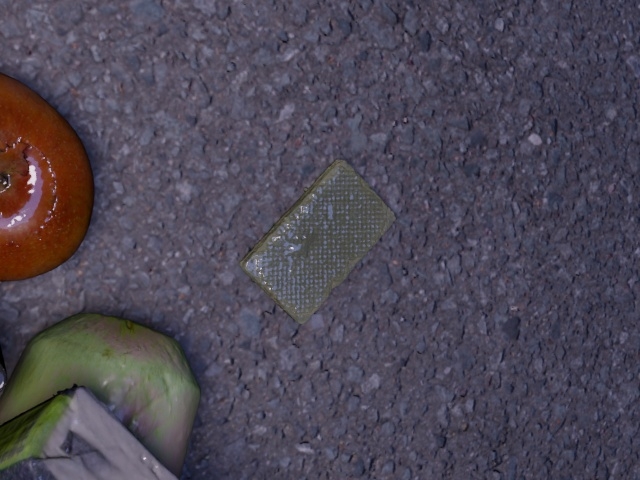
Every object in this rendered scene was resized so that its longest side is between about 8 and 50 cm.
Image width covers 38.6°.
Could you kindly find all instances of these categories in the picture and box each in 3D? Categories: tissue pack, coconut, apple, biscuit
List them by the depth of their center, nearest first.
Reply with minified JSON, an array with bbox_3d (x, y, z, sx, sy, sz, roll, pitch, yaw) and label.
[{"bbox_3d":[-0.292,0.333,0.913,0.288,0.394,0.124,50,31,-17],"label":"tissue pack"},{"bbox_3d":[-0.346,-0.065,0.961,0.235,0.173,0.210,32,81,-24],"label":"apple"},{"bbox_3d":[-0.244,0.203,1.010,0.236,0.204,0.236,3,85,-41],"label":"coconut"},{"bbox_3d":[0.000,0.000,1.197,0.121,0.040,0.199,46,76,-18],"label":"biscuit"}]

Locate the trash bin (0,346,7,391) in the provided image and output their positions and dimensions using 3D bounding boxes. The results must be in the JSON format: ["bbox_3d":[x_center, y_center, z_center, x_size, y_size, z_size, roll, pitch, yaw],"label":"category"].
[{"bbox_3d":[-0.408,0.131,0.918,0.165,0.225,0.115,-36,108,-19],"label":"trash bin"}]
